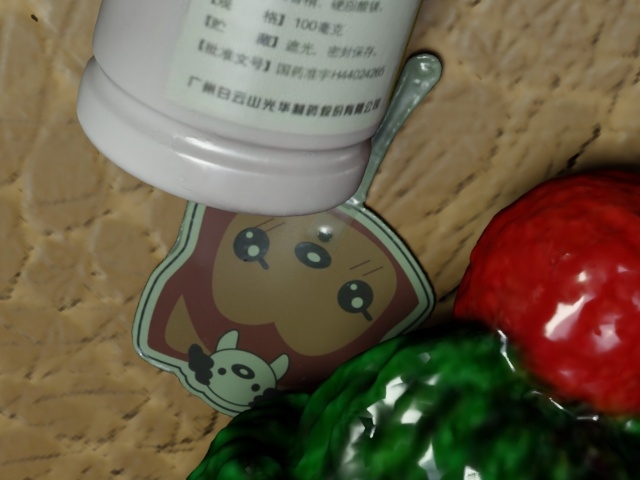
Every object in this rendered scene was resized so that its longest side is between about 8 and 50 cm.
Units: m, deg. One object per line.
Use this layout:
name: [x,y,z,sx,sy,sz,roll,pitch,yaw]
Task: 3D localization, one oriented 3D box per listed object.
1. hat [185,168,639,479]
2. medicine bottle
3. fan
hat: [0.087,0.126,0.879,0.274,0.242,0.332,24,102,-21]
medicine bottle: [-0.011,-0.146,0.801,0.133,0.133,0.250,15,115,-3]
fan: [0.000,0.000,0.937,0.132,0.009,0.220,25,116,-10]
